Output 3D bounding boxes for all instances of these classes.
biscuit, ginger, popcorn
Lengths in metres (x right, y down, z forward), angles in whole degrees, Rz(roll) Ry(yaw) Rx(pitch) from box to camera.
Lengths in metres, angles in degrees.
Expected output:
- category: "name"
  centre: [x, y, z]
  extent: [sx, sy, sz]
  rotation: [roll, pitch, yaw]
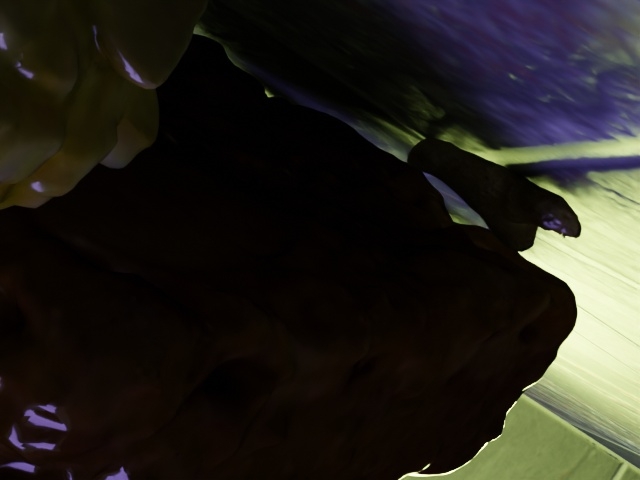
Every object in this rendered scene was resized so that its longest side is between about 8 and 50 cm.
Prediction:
- category: "biscuit"
  centre: [-0.099, 0.008, 0.764]
  extent: [0.343, 0.166, 0.395]
  rotation: [40, -157, 31]
- category: "ginger"
  centre: [0.091, -0.024, 0.777]
  extent: [0.097, 0.030, 0.048]
  rotation: [27, 153, 15]
- category: "popcorn"
  centre: [-0.132, -0.109, 0.517]
  extent: [0.189, 0.218, 0.169]
  rotation: [15, 143, -40]
